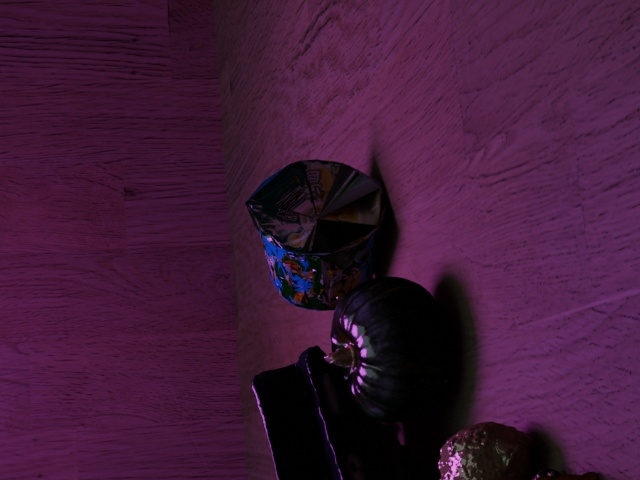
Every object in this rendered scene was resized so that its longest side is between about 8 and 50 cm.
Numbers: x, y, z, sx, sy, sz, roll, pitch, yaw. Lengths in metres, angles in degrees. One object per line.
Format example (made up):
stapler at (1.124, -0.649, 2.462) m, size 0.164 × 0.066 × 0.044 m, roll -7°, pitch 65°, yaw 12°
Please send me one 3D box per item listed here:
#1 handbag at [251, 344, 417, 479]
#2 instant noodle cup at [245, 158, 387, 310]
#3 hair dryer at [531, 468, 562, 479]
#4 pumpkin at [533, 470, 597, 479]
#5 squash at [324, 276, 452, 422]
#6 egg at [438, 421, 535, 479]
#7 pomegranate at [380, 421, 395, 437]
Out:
handbag at (0.046, 0.344, 2.062) m, size 0.329 × 0.122 × 0.303 m, roll 35°, pitch -149°, yaw -55°
instant noodle cup at (0.000, 0.000, 2.305) m, size 0.178 × 0.240 × 0.240 m, roll 88°, pitch 171°, yaw -47°
hair dryer at (0.278, 0.357, 1.564) m, size 0.106 × 0.054 × 0.154 m, roll 110°, pitch 144°, yaw -48°
pumpkin at (0.265, 0.286, 1.500) m, size 0.074 × 0.083 × 0.054 m, roll 117°, pitch 145°, yaw -58°
squash at (0.102, 0.162, 1.974) m, size 0.218 × 0.172 × 0.218 m, roll 4°, pitch 96°, yaw 45°
egg at (0.207, 0.280, 1.666) m, size 0.118 × 0.116 × 0.140 m, roll -58°, pitch 9°, yaw -3°
pomegranate at (0.035, 0.324, 2.333) m, size 0.225 × 0.187 × 0.187 m, roll 14°, pitch 108°, yaw 46°
